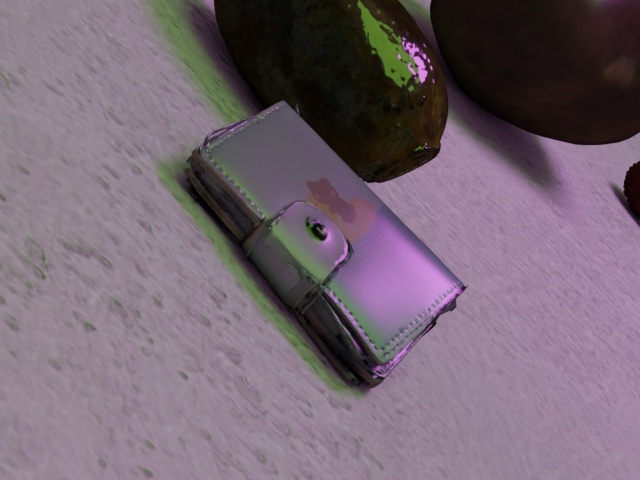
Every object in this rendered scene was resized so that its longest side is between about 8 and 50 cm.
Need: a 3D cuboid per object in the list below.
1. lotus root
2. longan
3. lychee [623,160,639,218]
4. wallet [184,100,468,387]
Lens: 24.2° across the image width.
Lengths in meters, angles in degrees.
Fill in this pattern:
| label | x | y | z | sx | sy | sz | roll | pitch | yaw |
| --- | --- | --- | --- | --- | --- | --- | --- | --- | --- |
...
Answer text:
| label | x | y | z | sx | sy | sz | roll | pitch | yaw |
| --- | --- | --- | --- | --- | --- | --- | --- | --- | --- |
| lotus root | 0.009 | -0.177 | 1.403 | 0.275 | 0.160 | 0.152 | 54 | 10 | 12 |
| longan | 0.343 | -0.309 | 2.078 | 0.404 | 0.336 | 0.404 | 31 | 21 | -13 |
| lychee | 0.562 | -0.082 | 2.454 | 0.129 | 0.123 | 0.123 | 39 | 22 | -12 |
| wallet | 0.000 | 0.000 | 1.192 | 0.231 | 0.069 | 0.170 | 47 | 37 | 4 |
